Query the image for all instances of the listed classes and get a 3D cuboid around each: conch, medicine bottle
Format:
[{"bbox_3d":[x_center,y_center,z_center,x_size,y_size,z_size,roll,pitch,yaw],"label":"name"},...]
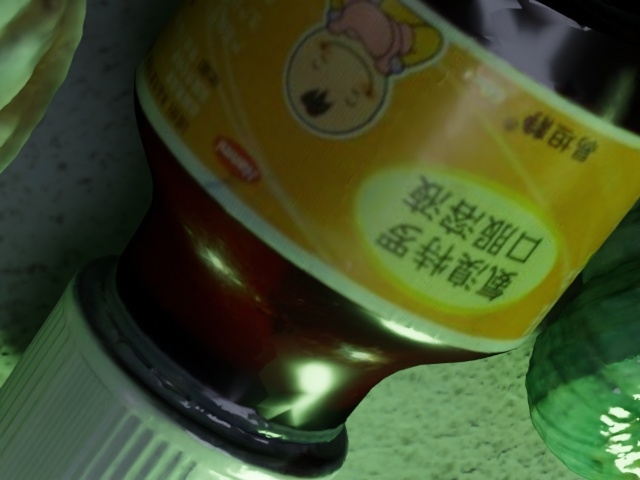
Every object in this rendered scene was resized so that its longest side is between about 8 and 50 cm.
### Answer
[{"bbox_3d":[0.197,0.070,1.100,0.176,0.122,0.188,-5,121,-42],"label":"conch"},{"bbox_3d":[0.000,0.000,0.933,0.242,0.242,0.395,20,114,-28],"label":"medicine bottle"}]

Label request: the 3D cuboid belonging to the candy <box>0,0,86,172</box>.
[{"bbox_3d":[-0.248,-0.085,0.827,0.289,0.157,0.214,-36,137,-9],"label":"candy"}]
